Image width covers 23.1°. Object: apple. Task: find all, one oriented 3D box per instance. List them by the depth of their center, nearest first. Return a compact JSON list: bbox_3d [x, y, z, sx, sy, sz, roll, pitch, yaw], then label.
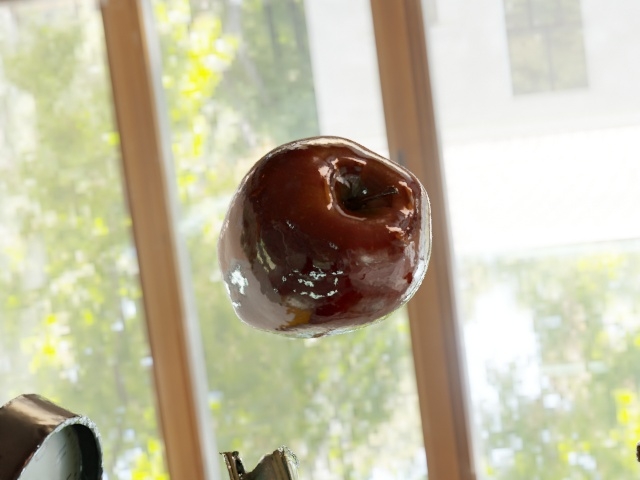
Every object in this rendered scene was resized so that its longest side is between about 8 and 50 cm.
[{"bbox_3d":[0.000,0.000,2.209,0.288,0.288,0.317,-13,163,-33],"label":"apple"}]

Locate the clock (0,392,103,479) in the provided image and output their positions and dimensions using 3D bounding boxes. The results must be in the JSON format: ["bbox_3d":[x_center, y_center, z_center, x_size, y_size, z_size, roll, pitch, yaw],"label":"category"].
[{"bbox_3d":[-0.315,0.317,1.577,0.067,0.325,0.325,17,-165,13],"label":"clock"}]

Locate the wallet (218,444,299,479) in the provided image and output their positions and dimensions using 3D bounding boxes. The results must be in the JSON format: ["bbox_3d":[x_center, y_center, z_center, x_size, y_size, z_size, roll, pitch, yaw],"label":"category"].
[{"bbox_3d":[-0.034,0.362,1.515,0.077,0.310,0.223,-9,164,-3],"label":"wallet"}]

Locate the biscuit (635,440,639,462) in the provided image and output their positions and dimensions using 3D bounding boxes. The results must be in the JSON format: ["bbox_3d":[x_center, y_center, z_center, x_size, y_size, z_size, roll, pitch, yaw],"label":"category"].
[{"bbox_3d":[0.590,0.331,2.387,0.278,0.043,0.301,1,-176,-33],"label":"biscuit"}]
